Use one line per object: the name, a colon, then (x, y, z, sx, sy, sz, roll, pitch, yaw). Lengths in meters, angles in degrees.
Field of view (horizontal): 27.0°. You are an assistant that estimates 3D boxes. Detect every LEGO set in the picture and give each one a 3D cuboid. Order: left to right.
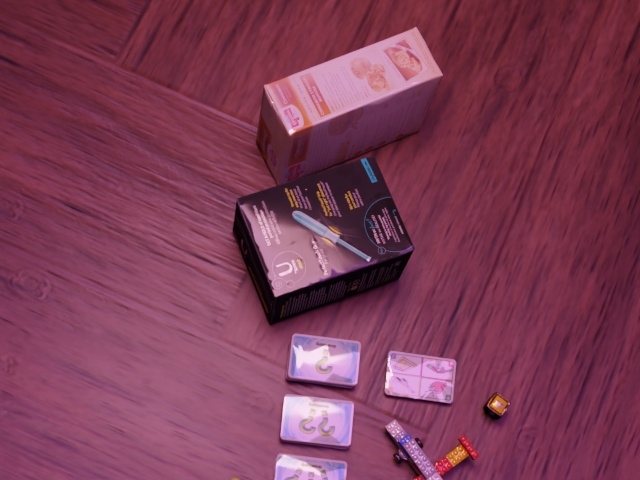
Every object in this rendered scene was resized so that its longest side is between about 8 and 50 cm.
LEGO set: (0.080, 0.199, 1.405, 0.244, 0.060, 0.183, 9, 73, -5)

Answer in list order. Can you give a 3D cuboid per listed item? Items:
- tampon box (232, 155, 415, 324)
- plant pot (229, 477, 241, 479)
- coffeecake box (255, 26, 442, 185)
tampon box: (0.000, 0.000, 1.442, 0.161, 0.101, 0.120, -18, 72, -12)
plant pot: (-0.099, 0.384, 1.218, 0.207, 0.228, 0.227, 43, 62, 4)
coffeecake box: (0.028, -0.145, 1.478, 0.185, 0.142, 0.068, -23, 73, -15)
